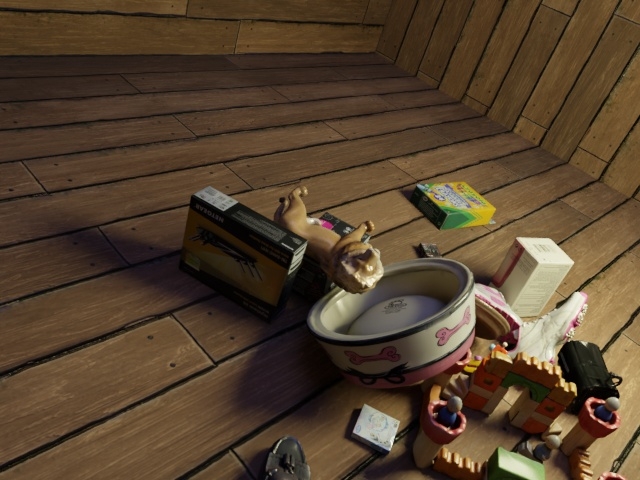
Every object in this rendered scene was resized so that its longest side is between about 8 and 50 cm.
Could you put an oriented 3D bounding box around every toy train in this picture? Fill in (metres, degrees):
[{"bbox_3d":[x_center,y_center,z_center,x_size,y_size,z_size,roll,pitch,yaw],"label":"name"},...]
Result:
[{"bbox_3d":[0.420,0.299,1.486,0.166,0.125,0.046,34,-2,27],"label":"toy train"}]

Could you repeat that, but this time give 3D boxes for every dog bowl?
[{"bbox_3d":[0.181,0.194,1.315,0.408,0.150,0.408,-19,15,5],"label":"dog bowl"}]

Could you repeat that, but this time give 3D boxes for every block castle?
[{"bbox_3d":[0.449,0.415,1.231,0.454,0.212,0.303,22,34,5],"label":"block castle"}]

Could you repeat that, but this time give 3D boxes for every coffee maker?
[{"bbox_3d":[0.730,0.359,1.484,0.120,0.171,0.178,29,34,-15],"label":"coffee maker"}]

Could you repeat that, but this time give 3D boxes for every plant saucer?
[{"bbox_3d":[0.384,0.196,1.517,0.278,0.278,0.041,30,75,15],"label":"plant saucer"}]

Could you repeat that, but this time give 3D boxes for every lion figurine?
[{"bbox_3d":[0.000,0.000,1.433,0.392,0.142,0.240,22,36,21],"label":"lion figurine"}]

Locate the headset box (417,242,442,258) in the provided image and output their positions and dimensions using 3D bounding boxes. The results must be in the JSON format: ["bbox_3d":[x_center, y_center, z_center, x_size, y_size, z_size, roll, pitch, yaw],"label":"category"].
[{"bbox_3d":[0.374,0.041,1.884,0.062,0.032,0.083,8,37,-16],"label":"headset box"}]

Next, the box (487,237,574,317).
[{"bbox_3d":[0.653,0.118,1.733,0.149,0.232,0.126,2,37,-25],"label":"box"}]

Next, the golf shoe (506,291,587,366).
[{"bbox_3d":[0.616,0.251,1.515,0.140,0.115,0.306,34,80,33],"label":"golf shoe"}]

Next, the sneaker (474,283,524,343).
[{"bbox_3d":[0.529,0.205,1.666,0.111,0.102,0.252,-16,48,-39],"label":"sneaker"}]

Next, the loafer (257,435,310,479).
[{"bbox_3d":[-0.065,0.477,0.992,0.109,0.095,0.302,17,34,-4],"label":"loafer"}]

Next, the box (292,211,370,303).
[{"bbox_3d":[0.013,0.053,1.592,0.163,0.142,0.247,29,36,13],"label":"box"}]

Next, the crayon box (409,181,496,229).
[{"bbox_3d":[0.544,-0.144,2.187,0.323,0.083,0.203,-7,42,-34],"label":"crayon box"}]

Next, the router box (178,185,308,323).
[{"bbox_3d":[-0.207,0.037,1.414,0.309,0.242,0.081,28,35,14],"label":"router box"}]

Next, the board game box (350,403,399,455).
[{"bbox_3d":[0.123,0.422,1.231,0.090,0.020,0.090,26,35,9],"label":"board game box"}]
